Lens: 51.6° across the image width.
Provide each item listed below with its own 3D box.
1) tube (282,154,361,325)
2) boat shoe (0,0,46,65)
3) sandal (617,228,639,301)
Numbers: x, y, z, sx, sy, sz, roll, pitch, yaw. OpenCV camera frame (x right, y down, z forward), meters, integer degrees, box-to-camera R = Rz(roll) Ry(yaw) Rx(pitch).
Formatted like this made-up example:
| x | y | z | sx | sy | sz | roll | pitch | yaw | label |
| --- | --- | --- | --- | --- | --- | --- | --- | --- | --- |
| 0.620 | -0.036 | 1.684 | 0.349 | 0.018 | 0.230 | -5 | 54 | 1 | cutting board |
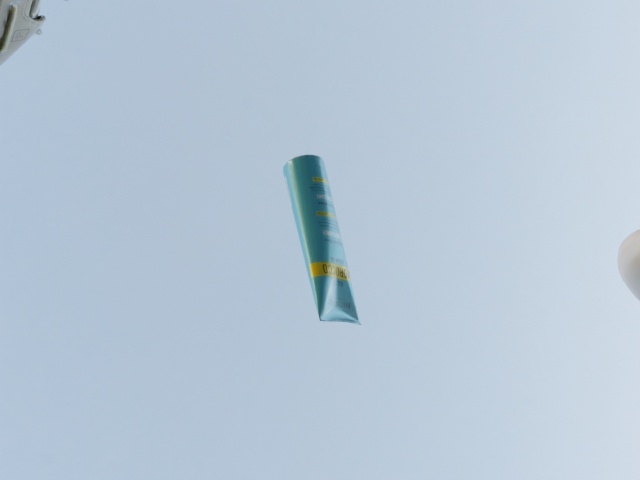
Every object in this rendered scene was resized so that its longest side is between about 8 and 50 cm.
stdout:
| x | y | z | sx | sy | sz | roll | pitch | yaw | label |
| --- | --- | --- | --- | --- | --- | --- | --- | --- | --- |
| 0.000 | 0.000 | 0.779 | 0.052 | 0.080 | 0.207 | -30 | -117 | 35 | tube |
| -0.276 | -0.189 | 0.532 | 0.103 | 0.302 | 0.113 | -25 | -96 | -36 | boat shoe |
| 0.455 | 0.017 | 0.501 | 0.416 | 0.102 | 0.169 | 1 | -44 | 33 | sandal |
